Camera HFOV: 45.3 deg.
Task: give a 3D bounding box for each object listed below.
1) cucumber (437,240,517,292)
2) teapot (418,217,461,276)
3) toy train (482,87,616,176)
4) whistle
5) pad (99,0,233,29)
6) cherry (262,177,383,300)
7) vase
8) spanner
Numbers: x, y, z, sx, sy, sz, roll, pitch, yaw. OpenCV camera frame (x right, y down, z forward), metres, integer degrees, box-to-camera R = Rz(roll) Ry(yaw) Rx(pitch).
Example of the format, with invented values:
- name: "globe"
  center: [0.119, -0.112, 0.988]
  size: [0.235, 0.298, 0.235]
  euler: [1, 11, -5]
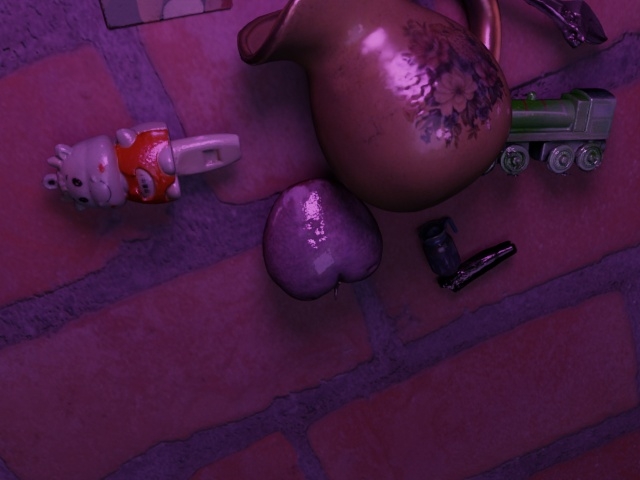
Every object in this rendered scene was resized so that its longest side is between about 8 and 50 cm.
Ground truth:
- name: "cucumber"
  center: [0.249, 0.039, 1.222]
  size: [0.135, 0.033, 0.034]
  euler: [-37, 128, 10]
- name: "teapot"
  center: [0.191, 0.010, 1.180]
  size: [0.063, 0.049, 0.083]
  euler: [-26, 122, 0]
- name: "toy train"
  center: [0.303, -0.158, 1.100]
  size: [0.251, 0.085, 0.119]
  euler: [-3, 114, -16]
- name: "whistle"
  center: [-0.226, -0.094, 0.978]
  size: [0.253, 0.106, 0.102]
  euler: [-12, 162, -10]
- name: "pad"
  center: [-0.197, -0.370, 0.880]
  size: [0.158, 0.003, 0.235]
  euler: [-13, 121, -8]
- name: "cherry"
  center: [-0.004, 0.000, 1.071]
  size: [0.176, 0.140, 0.176]
  euler: [-1, 95, -11]
- name: "vase"
  center: [0.104, -0.227, 0.944]
  size: [0.329, 0.241, 0.302]
  euler: [-48, 110, -19]
- name: "spanner"
  center: [0.257, -0.323, 0.979]
  size: [0.325, 0.093, 0.026]
  euler: [20, 142, -27]
